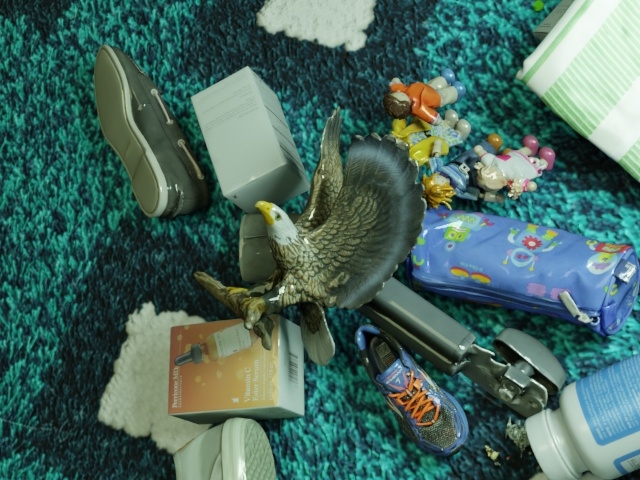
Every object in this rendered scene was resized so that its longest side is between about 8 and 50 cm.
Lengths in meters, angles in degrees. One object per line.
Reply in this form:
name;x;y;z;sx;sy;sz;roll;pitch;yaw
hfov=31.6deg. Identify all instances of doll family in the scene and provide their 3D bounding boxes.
doll family;0.174;-0.111;1.518;0.263;0.163;0.118;41;135;25

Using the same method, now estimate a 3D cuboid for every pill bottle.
pill bottle;0.362;0.209;1.348;0.221;0.124;0.124;-27;65;17

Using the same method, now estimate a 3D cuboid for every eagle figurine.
eagle figurine;-0.003;-0.005;1.446;0.298;0.225;0.226;-45;74;-7

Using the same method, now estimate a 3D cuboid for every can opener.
can opener;0.182;0.124;1.468;0.283;0.076;0.095;35;56;15

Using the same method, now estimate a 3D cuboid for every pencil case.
pencil case;0.254;0.038;1.451;0.306;0.119;0.133;14;38;27

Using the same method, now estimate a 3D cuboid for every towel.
towel;0.442;-0.199;1.427;0.325;0.038;0.248;39;93;2

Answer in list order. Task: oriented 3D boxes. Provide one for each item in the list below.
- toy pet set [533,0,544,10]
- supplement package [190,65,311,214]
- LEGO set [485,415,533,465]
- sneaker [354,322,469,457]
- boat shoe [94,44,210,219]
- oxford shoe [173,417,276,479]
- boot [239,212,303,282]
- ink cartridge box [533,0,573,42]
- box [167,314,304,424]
toy pet set;0.363;-0.352;1.583;0.122;0.065;0.114;57;134;30
supplement package;-0.103;-0.144;1.672;0.105;0.105;0.179;-26;65;12
LEGO set;0.248;0.255;1.441;0.054;0.023;0.083;41;92;28
sneaker;0.109;0.194;1.484;0.083;0.087;0.221;-44;62;5
boat shoe;-0.268;-0.169;1.771;0.112;0.095;0.335;-54;50;41
oxford shoe;-0.123;0.452;1.457;0.130;0.169;0.449;-14;61;15
boot;-0.013;-0.031;1.626;0.208;0.076;0.190;-2;70;29
ink cartridge box;0.392;-0.295;1.498;0.127;0.072;0.175;43;93;-14
box;-0.117;0.182;1.581;0.170;0.091;0.130;-8;70;20
